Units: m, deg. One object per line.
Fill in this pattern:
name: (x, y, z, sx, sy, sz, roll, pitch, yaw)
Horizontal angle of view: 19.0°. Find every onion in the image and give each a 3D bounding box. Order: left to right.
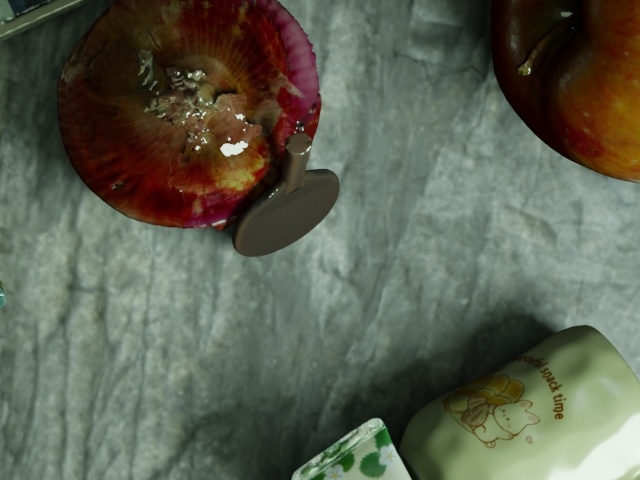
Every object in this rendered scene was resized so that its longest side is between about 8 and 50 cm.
onion: (-0.104, -0.119, 1.617, 0.230, 0.163, 0.230, 0, 88, -15)

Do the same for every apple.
apple: (0.302, -0.197, 1.615, 0.316, 0.288, 0.288, -8, 94, -20)

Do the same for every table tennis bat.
table tennis bat: (0.000, 0.000, 1.619, 0.107, 0.170, 0.119, -27, 66, -20)

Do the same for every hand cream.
hand cream: (0.083, 0.285, 1.612, 0.095, 0.059, 0.276, -35, 98, -9)

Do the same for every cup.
cup: (0.205, 0.223, 1.652, 0.202, 0.173, 0.255, -29, 68, -6)

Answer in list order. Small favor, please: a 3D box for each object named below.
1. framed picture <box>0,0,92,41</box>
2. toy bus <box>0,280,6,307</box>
framed picture: (-0.248, -0.288, 1.635, 0.150, 0.015, 0.203, -24, 81, -5)
toy bus: (-0.360, -0.040, 1.613, 0.091, 0.109, 0.262, -30, 95, -3)
